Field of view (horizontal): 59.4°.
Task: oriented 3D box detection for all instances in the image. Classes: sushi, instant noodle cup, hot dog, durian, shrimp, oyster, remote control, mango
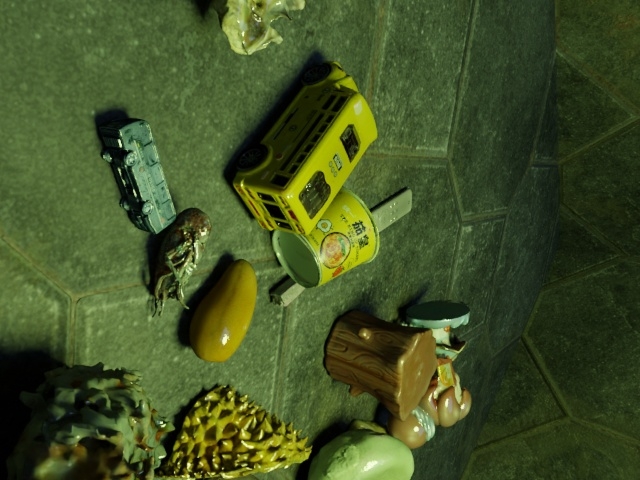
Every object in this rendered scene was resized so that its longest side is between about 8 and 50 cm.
[{"bbox_3d":[-0.273,0.345,0.669,0.175,0.417,0.418,7,99,-15],"label":"sushi"},{"bbox_3d":[0.000,0.000,1.090,0.144,0.182,0.182,-34,130,-32],"label":"instant noodle cup"},{"bbox_3d":[0.152,0.573,1.623,0.242,0.073,0.084,37,77,-54],"label":"hot dog"},{"bbox_3d":[-0.123,0.380,1.041,0.305,0.195,0.186,27,74,-54],"label":"durian"},{"bbox_3d":[-0.217,0.039,0.861,0.190,0.073,0.075,-63,160,7],"label":"shrimp"},{"bbox_3d":[-0.080,-0.435,0.851,0.271,0.100,0.275,-33,117,-48],"label":"oyster"},{"bbox_3d":[0.167,-0.063,1.423,0.261,0.029,0.067,-32,128,-46],"label":"remote control"},{"bbox_3d":[-0.163,0.122,0.971,0.102,0.084,0.184,48,53,-47],"label":"mango"}]

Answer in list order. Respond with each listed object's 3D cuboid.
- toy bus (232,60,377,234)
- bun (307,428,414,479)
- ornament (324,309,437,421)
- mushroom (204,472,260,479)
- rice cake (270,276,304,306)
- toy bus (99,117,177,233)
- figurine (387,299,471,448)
[{"bbox_3d":[-0.006,-0.172,1.017,0.331,0.151,0.145,-57,140,-24],"label":"toy bus"},{"bbox_3d":[0.084,0.577,1.428,0.293,0.187,0.293,-19,132,-22],"label":"bun"},{"bbox_3d":[0.142,0.289,1.359,0.235,0.217,0.221,16,90,-57],"label":"ornament"},{"bbox_3d":[-0.164,0.511,1.072,0.188,0.117,0.141,18,50,-62],"label":"mushroom"},{"bbox_3d":[-0.027,0.072,1.180,0.206,0.047,0.036,-39,127,-43],"label":"rice cake"},{"bbox_3d":[-0.252,-0.090,0.786,0.065,0.047,0.166,-46,139,-43],"label":"toy bus"},{"bbox_3d":[0.317,0.388,1.640,0.276,0.248,0.388,-34,120,-67],"label":"figurine"}]
